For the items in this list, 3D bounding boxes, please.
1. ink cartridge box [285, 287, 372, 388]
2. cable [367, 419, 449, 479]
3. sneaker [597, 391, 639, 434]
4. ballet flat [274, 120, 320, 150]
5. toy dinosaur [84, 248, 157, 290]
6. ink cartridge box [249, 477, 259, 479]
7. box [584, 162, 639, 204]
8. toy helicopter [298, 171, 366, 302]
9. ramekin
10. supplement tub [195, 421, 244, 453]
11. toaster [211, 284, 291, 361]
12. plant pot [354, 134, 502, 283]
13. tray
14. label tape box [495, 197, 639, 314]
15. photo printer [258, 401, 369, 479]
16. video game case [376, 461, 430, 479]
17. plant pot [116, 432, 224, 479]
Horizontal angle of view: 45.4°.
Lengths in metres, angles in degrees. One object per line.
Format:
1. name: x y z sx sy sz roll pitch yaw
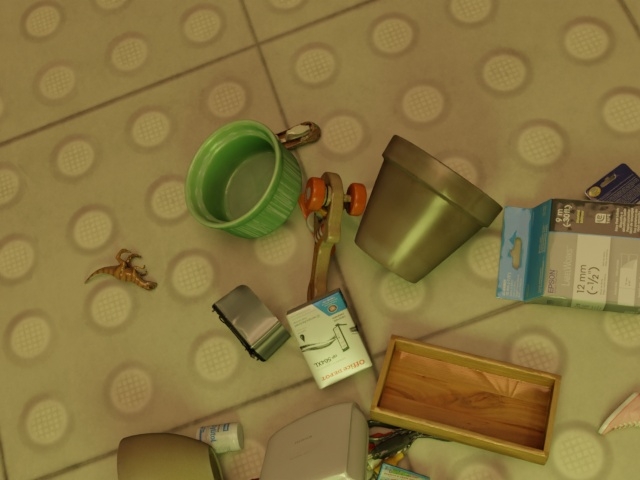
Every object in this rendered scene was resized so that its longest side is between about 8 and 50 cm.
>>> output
1. ink cartridge box: 0.023 0.241 1.886 0.148 0.086 0.203 -25 93 2
2. cable: 0.208 0.474 1.846 0.287 0.072 0.139 -20 52 -10
3. sneaker: 0.710 0.417 1.765 0.134 0.051 0.070 -39 65 -9
4. ballet flat: -0.101 -0.283 2.131 0.206 0.067 0.073 -25 69 1
5. toy dinosaur: -0.547 0.081 2.088 0.211 0.064 0.112 12 75 14
6. ink cartridge box: -0.119 0.737 1.758 0.306 0.131 0.226 40 82 21
7. box: 0.788 -0.076 1.926 0.136 0.036 0.225 -36 71 -3
8. toy helicopter: 0.000 0.000 1.969 0.140 0.235 0.355 6 95 -17
9. ramekin: -0.196 -0.152 2.018 0.303 0.148 0.303 -13 64 28
10. supplement tub: -0.250 0.491 1.894 0.107 0.071 0.071 -10 70 6
11. toaster: -0.168 0.213 1.922 0.110 0.168 0.186 -42 69 -6
12. plant pot: 0.240 -0.057 1.897 0.323 0.323 0.280 36 98 19
13. tray: 0.342 0.374 1.811 0.410 0.076 0.203 13 59 13
14. label tape box: 0.614 0.032 1.861 0.347 0.115 0.249 6 78 15
15. photo printer: -0.013 0.501 1.739 0.256 0.307 0.107 -26 108 16
16. video game case: 0.174 0.614 1.777 0.119 0.015 0.166 19 86 -3
17. plant pot: -0.330 0.569 1.777 0.190 0.284 0.284 -17 69 -2
